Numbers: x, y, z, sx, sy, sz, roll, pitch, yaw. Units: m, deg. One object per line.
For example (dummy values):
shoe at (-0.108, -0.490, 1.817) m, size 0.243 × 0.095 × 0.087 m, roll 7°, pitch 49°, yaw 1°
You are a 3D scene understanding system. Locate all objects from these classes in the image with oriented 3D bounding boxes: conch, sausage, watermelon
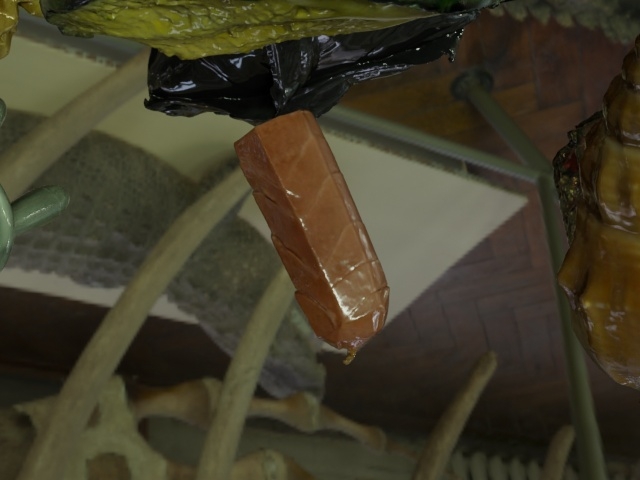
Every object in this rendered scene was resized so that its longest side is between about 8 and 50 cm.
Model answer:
conch at (0.185, 0.029, 0.452) m, size 0.093 × 0.109 × 0.330 m, roll 18°, pitch 147°, yaw 46°
sausage at (0.000, 0.000, 0.637) m, size 0.065 × 0.169 × 0.065 m, roll -24°, pitch 177°, yaw -1°
watermelon at (-0.018, -0.151, 0.433) m, size 0.232 × 0.127 × 0.204 m, roll -1°, pitch -170°, yaw 16°

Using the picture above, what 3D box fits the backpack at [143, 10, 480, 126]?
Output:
backpack at (-0.032, -0.277, 1.205) m, size 0.363 × 0.255 × 0.445 m, roll -2°, pitch 166°, yaw -40°

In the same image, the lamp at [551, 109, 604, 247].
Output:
lamp at (0.340, -0.009, 0.974) m, size 0.177 × 0.274 × 0.177 m, roll -6°, pitch 149°, yaw -3°

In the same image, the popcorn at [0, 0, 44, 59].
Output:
popcorn at (-0.591, -0.443, 1.398) m, size 0.354 × 0.390 × 0.344 m, roll -49°, pitch 164°, yaw 10°

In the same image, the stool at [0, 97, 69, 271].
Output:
stool at (-0.445, -0.047, 1.159) m, size 0.195 × 0.199 × 0.195 m, roll -29°, pitch 104°, yaw 11°
